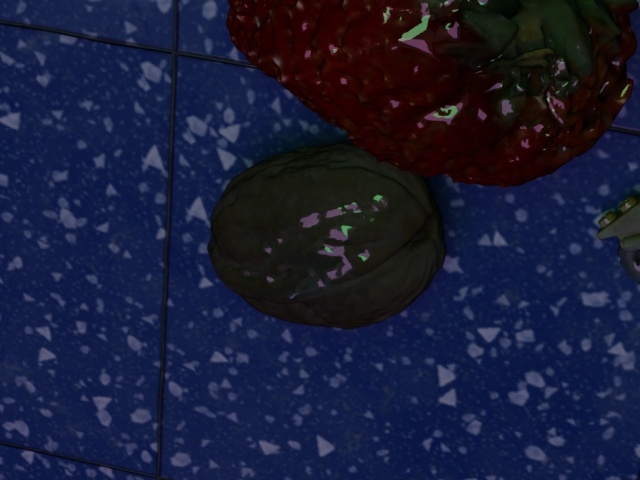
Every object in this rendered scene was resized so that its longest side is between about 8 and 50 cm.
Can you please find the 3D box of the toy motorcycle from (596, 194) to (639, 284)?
[{"bbox_3d":[0.326,-0.051,1.234,0.130,0.094,0.229,44,132,-5],"label":"toy motorcycle"}]

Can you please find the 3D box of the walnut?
[{"bbox_3d":[0.000,-0.002,1.303,0.230,0.178,0.178,-6,116,24],"label":"walnut"}]

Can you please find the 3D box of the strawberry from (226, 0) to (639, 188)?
[{"bbox_3d":[0.066,-0.175,1.149,0.351,0.267,0.312,2,125,42],"label":"strawberry"}]
